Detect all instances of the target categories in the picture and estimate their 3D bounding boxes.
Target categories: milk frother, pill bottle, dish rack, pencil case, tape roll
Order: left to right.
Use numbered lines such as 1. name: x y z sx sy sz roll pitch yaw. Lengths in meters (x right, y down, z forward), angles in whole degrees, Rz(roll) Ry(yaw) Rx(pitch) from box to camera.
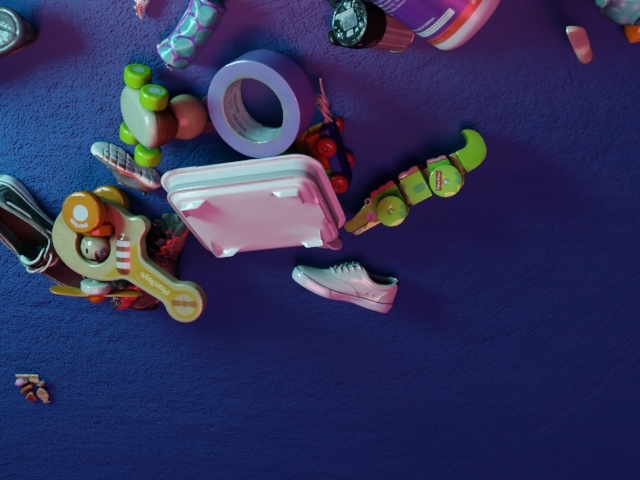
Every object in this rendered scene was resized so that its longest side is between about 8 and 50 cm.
1. pencil case: -0.236 -0.381 1.376 0.070 0.064 0.152 20 124 -38
2. dish rack: -0.132 -0.054 1.544 0.332 0.072 0.285 -7 148 14
3. tape roll: -0.111 -0.256 1.427 0.188 0.080 0.189 11 121 18
4. milk frother: 0.082 -0.415 1.365 0.134 0.129 0.143 -6 103 -44
5. pill bottle: 0.140 -0.471 1.258 0.322 0.181 0.181 29 120 -18

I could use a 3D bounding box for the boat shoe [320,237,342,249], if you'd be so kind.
1. boat shoe: 0.000 0.000 1.709 0.100 0.035 0.035 17 151 -21

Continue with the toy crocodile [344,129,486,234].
1. toy crocodile: 0.196 -0.112 1.591 0.340 0.115 0.105 -29 90 17

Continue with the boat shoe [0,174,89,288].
1. boat shoe: -0.600 0.015 1.610 0.121 0.119 0.335 -28 124 16

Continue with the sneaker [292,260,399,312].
1. sneaker: 0.061 0.088 1.754 0.258 0.094 0.091 16 106 -22

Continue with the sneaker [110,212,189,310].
1. sneaker: -0.351 0.056 1.679 0.135 0.098 0.276 23 117 -32

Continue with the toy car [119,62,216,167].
1. toy car: -0.276 -0.247 1.462 0.188 0.149 0.155 -13 137 -32

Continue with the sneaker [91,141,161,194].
1. sneaker: -0.405 -0.138 1.551 0.158 0.061 0.065 34 124 -26

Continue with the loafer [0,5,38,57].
1. loafer: -0.653 -0.339 1.357 0.302 0.095 0.109 -11 93 7

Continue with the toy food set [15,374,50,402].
1. toy food set: -0.735 0.371 1.933 0.077 0.019 0.122 2 135 -6

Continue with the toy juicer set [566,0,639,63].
1. toy juicer set: 0.558 -0.423 1.367 0.328 0.090 0.209 -25 167 0

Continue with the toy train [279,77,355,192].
1. toy train: -0.029 -0.204 1.517 0.143 0.105 0.248 -7 127 19

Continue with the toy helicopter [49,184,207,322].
1. toy helicopter: -0.395 0.062 1.551 0.355 0.140 0.235 34 104 3

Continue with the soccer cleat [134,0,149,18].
1. soccer cleat: -0.312 -0.434 1.352 0.035 0.029 0.083 6 122 -4
